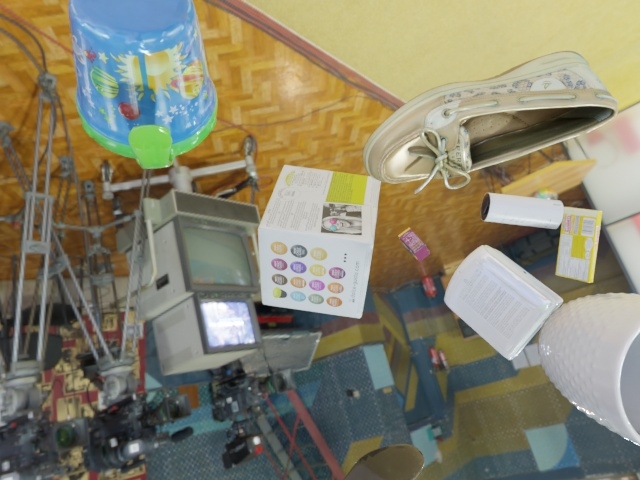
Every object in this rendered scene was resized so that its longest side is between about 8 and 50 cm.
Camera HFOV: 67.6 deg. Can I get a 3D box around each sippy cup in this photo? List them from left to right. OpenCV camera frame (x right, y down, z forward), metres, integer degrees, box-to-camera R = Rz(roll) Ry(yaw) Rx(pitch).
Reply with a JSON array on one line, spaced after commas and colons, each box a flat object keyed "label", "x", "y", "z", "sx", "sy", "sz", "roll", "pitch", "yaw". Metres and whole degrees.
[{"label": "sippy cup", "x": -0.278, "y": -0.283, "z": 0.748, "sx": 0.240, "sy": 0.305, "sz": 0.224, "roll": -43, "pitch": 170, "yaw": -26}]

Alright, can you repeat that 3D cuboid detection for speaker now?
[{"label": "speaker", "x": 0.371, "y": -0.055, "z": 0.888, "sx": 0.136, "sy": 0.055, "sz": 0.055, "roll": 6, "pitch": 161, "yaw": 2}]

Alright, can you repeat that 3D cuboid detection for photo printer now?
[{"label": "photo printer", "x": 0.558, "y": 0.184, "z": 1.523, "sx": 0.107, "sy": 0.307, "sz": 0.256, "roll": -2, "pitch": 128, "yaw": -48}]

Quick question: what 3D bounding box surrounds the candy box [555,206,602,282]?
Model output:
[{"label": "candy box", "x": 0.744, "y": 0.011, "z": 1.382, "sx": 0.027, "sy": 0.206, "sz": 0.105, "roll": -4, "pitch": -168, "yaw": -28}]

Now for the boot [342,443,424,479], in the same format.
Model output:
[{"label": "boot", "x": 0.112, "y": 0.584, "z": 1.096, "sx": 0.305, "sy": 0.112, "sz": 0.115, "roll": -26, "pitch": 122, "yaw": -22}]

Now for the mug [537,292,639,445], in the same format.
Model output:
[{"label": "mug", "x": 0.646, "y": 0.283, "z": 0.988, "sx": 0.276, "sy": 0.374, "sz": 0.328, "roll": -38, "pitch": -176, "yaw": -5}]

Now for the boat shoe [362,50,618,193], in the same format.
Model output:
[{"label": "boat shoe", "x": 0.189, "y": -0.130, "z": 0.562, "sx": 0.285, "sy": 0.089, "sz": 0.104, "roll": -23, "pitch": 140, "yaw": 10}]

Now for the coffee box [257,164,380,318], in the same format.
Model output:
[{"label": "coffee box", "x": 0.000, "y": 0.000, "z": 1.547, "sx": 0.334, "sy": 0.338, "sz": 0.337, "roll": 8, "pitch": 132, "yaw": 5}]

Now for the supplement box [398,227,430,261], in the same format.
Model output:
[{"label": "supplement box", "x": 0.268, "y": 0.012, "z": 1.373, "sx": 0.043, "sy": 0.083, "sz": 0.055, "roll": -37, "pitch": 138, "yaw": 0}]
